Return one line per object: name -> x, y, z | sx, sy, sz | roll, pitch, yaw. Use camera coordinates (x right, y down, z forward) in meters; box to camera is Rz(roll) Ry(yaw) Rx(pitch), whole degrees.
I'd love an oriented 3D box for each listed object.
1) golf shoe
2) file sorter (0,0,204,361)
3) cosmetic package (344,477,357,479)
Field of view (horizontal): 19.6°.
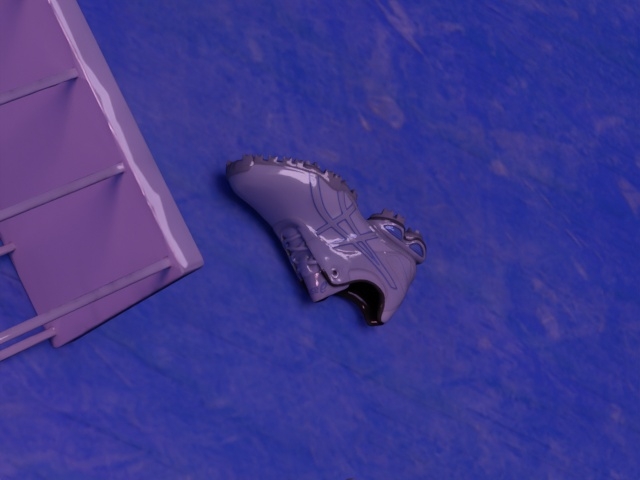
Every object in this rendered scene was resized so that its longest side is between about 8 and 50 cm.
golf shoe -> 0.000, 0.000, 1.383 | 0.176, 0.069, 0.086 | 29, 63, -23
file sorter -> -0.240, -0.055, 1.147 | 0.173, 0.193, 0.277 | -24, 87, -37
cosmetic package -> -0.060, 0.286, 1.148 | 0.309, 0.113, 0.160 | -25, 89, -54
